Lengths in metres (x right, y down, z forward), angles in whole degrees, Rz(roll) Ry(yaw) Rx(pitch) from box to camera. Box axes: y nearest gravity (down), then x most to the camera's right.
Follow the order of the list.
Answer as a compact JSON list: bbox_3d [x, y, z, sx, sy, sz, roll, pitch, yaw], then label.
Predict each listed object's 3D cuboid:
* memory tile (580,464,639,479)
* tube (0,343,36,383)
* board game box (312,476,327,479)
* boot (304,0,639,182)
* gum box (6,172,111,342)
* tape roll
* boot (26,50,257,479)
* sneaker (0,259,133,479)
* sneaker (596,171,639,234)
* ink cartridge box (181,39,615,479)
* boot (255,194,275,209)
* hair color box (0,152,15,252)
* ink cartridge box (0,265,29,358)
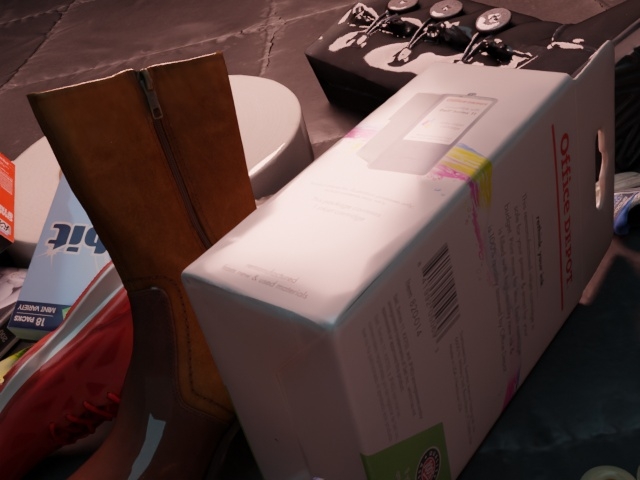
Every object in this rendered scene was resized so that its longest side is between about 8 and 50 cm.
[{"bbox_3d":[0.217,0.179,0.441,0.113,0.012,0.148,-13,34,6],"label":"memory tile"},{"bbox_3d":[-0.301,0.148,0.669,0.240,0.062,0.070,-32,76,-33],"label":"tube"},{"bbox_3d":[0.085,0.191,0.359,0.194,0.194,0.060,13,43,16],"label":"board game box"},{"bbox_3d":[0.244,-0.241,0.940,0.367,0.146,0.445,-30,31,-22],"label":"boot"},{"bbox_3d":[-0.185,0.012,0.737,0.156,0.041,0.184,6,63,8],"label":"gum box"},{"bbox_3d":[-0.203,-0.085,0.950,0.391,0.072,0.392,-11,34,7],"label":"tape roll"},{"bbox_3d":[-0.119,0.036,0.511,0.264,0.281,0.096,-30,23,-36],"label":"boot"},{"bbox_3d":[-0.169,0.127,0.617,0.128,0.087,0.221,32,81,12],"label":"sneaker"},{"bbox_3d":[0.310,-0.037,0.690,0.135,0.052,0.058,-20,43,7],"label":"sneaker"},{"bbox_3d":[0.089,0.011,0.562,0.119,0.207,0.353,16,44,37],"label":"ink cartridge box"},{"bbox_3d":[0.000,0.000,0.751,0.197,0.077,0.137,-29,38,5],"label":"boot"},{"bbox_3d":[-0.380,-0.030,0.845,0.093,0.053,0.167,-38,39,7],"label":"hair color box"},{"bbox_3d":[-0.405,0.100,0.793,0.206,0.045,0.208,4,40,27],"label":"ink cartridge box"}]
